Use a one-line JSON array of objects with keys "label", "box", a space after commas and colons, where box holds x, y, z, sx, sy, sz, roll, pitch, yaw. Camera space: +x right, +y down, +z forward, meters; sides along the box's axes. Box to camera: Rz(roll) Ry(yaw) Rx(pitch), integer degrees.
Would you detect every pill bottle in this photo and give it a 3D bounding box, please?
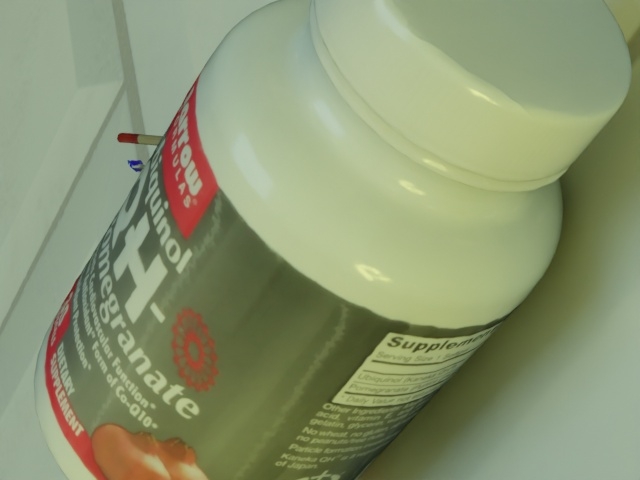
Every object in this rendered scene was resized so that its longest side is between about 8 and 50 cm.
[{"label": "pill bottle", "box": [0.000, 0.000, 0.713, 0.318, 0.176, 0.176, -53, 36, 40]}]

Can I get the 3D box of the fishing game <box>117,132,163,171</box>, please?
[{"label": "fishing game", "box": [-0.115, 0.054, 1.071, 0.189, 0.041, 0.264, 9, 95, 64]}]
